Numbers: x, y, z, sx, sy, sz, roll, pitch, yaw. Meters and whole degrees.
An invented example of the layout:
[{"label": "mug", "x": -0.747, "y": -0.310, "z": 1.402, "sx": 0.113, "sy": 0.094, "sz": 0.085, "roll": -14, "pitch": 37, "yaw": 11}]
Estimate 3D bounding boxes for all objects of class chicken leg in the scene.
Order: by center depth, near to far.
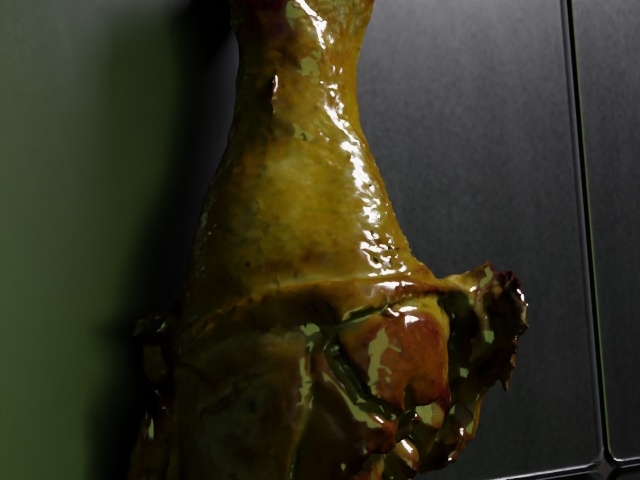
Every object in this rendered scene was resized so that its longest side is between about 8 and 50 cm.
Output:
[{"label": "chicken leg", "x": 0.012, "y": 0.008, "z": 0.807, "sx": 0.211, "sy": 0.140, "sz": 0.361, "roll": 12, "pitch": 84, "yaw": -8}]
